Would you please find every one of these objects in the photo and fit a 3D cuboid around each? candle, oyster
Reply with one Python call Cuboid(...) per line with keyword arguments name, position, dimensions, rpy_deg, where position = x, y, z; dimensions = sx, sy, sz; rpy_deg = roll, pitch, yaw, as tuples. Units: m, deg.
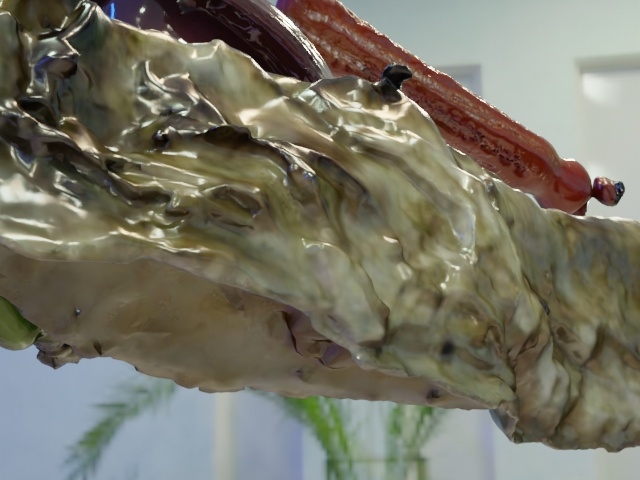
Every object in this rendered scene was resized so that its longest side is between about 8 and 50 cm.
Cuboid(name="candle", position=(0.092, -0.086, 1.035), dimensions=(0.329, 0.051, 0.048), rpy_deg=(27, -16, -34))
Cuboid(name="oyster", position=(-0.005, 0.005, 0.506), dimensions=(0.396, 0.111, 0.204), rpy_deg=(19, -15, -34))

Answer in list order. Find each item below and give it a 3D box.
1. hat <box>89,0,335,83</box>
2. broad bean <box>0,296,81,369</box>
Cuboid(name="hat", position=(-0.081, -0.044, 0.686), dimensions=(0.205, 0.089, 0.205), rpy_deg=(17, -42, 16))
Cuboid(name="broad bean", position=(-0.187, -0.066, 0.551), dimensions=(0.056, 0.318, 0.098), rpy_deg=(-39, 21, -17))
